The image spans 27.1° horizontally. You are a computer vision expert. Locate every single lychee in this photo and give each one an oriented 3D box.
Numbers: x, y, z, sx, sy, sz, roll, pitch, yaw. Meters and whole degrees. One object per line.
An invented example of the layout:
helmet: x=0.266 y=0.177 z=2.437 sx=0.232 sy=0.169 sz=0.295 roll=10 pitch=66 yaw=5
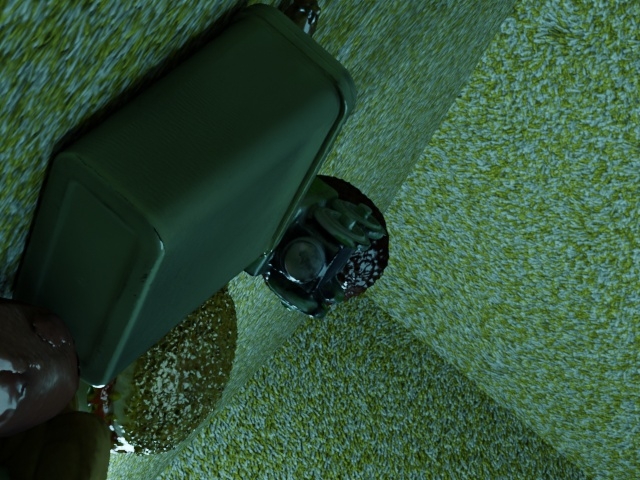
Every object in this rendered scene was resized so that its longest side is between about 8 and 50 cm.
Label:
lychee: x=0.000 y=0.000 z=2.491 sx=0.260 sy=0.260 sz=0.260 roll=-50 pitch=173 yaw=-9

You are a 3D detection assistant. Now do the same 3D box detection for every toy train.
toy train: x=-0.043 y=-0.015 z=2.084 sx=0.173 sy=0.249 sz=0.307 roll=-56 pitch=173 yaw=13

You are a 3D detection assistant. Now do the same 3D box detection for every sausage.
sausage: x=-0.341 y=0.131 z=1.374 sx=0.152 sy=0.152 sz=0.280 roll=-51 pitch=171 yaw=3

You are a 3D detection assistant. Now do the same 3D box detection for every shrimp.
shrimp: x=-0.057 y=-0.238 z=1.667 sx=0.132 sy=0.052 sz=0.187 roll=-44 pitch=173 yaw=-45

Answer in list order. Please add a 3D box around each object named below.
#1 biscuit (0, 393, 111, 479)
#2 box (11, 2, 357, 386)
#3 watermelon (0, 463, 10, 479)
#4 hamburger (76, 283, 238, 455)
biscuit: x=-0.371 y=0.267 z=1.556 sx=0.376 sy=0.051 sz=0.269 roll=-8 pitch=-114 yaw=47
box: x=-0.160 y=-0.046 z=1.527 sx=0.344 sy=0.177 sz=0.352 roll=-43 pitch=170 yaw=-39
watermelon: x=-0.471 y=0.308 z=1.456 sx=0.318 sy=0.226 sz=0.148 roll=-17 pitch=-170 yaw=28
hamburger: x=-0.231 y=0.171 z=1.891 sx=0.294 sy=0.179 sz=0.276 roll=-38 pitch=141 yaw=-42
